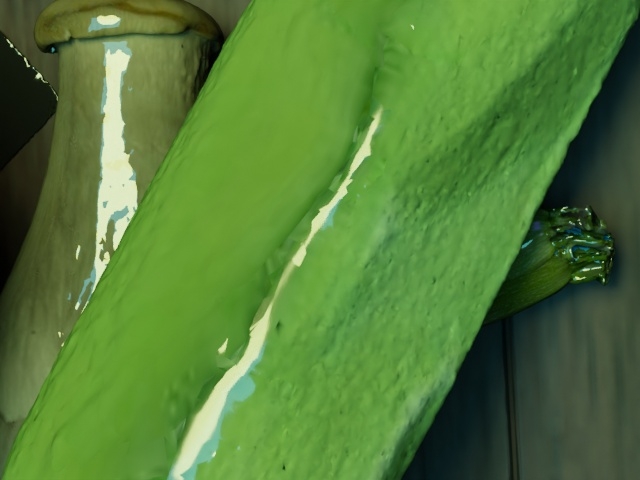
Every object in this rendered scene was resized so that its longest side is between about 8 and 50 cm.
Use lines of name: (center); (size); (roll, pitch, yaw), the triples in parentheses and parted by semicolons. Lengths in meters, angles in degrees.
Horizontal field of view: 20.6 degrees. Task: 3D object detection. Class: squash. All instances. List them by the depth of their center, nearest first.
squash: (0.041, 0.025, 0.770); (0.183, 0.052, 0.052); (-23, 88, 18)

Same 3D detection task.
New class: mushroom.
mushroom: (-0.093, 0.013, 0.786); (0.108, 0.096, 0.247); (12, 93, 15)

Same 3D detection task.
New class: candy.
candy: (0.000, 0.000, 0.702); (0.132, 0.142, 0.344); (32, 83, -27)

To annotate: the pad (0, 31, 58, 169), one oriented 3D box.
pad: (-0.265, -0.035, 0.877); (0.265, 0.009, 0.159); (-44, 84, 15)
